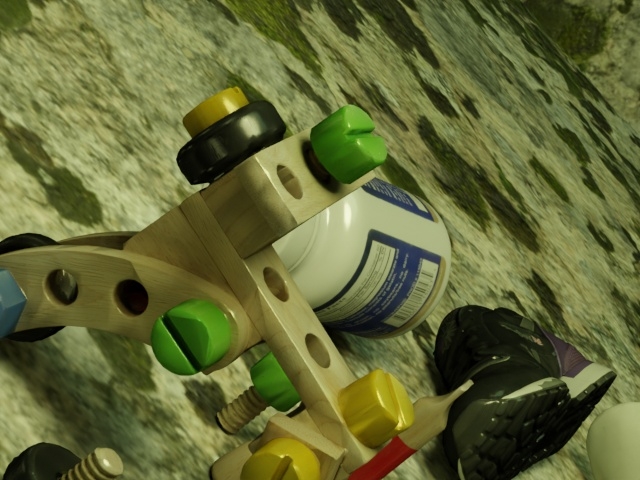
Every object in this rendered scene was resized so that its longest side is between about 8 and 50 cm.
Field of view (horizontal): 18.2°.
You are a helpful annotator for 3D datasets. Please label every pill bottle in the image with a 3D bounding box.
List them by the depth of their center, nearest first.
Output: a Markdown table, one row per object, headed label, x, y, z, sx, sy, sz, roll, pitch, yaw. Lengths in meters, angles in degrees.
| label | x | y | z | sx | sy | sz | roll | pitch | yaw |
| --- | --- | --- | --- | --- | --- | --- | --- | --- | --- |
| pill bottle | 0.000 | 0.000 | 1.380 | 0.186 | 0.112 | 0.112 | 22 | 34 | -54 |

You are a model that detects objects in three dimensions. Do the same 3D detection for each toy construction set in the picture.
| label | x | y | z | sx | sy | sz | roll | pitch | yaw |
| --- | --- | --- | --- | --- | --- | --- | --- | --- | --- |
| toy construction set | -0.012 | 0.057 | 1.058 | 0.309 | 0.237 | 0.257 | 20 | 35 | -56 |

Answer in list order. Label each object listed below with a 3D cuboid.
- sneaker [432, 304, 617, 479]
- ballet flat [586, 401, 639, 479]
| label | x | y | z | sx | sy | sz | roll | pitch | yaw |
| --- | --- | --- | --- | --- | --- | --- | --- | --- | --- |
| sneaker | 0.123 | 0.110 | 1.508 | 0.124 | 0.107 | 0.283 | 40 | 13 | 16 |
| ballet flat | 0.350 | 0.303 | 1.598 | 0.400 | 0.139 | 0.139 | 50 | 19 | -3 |
